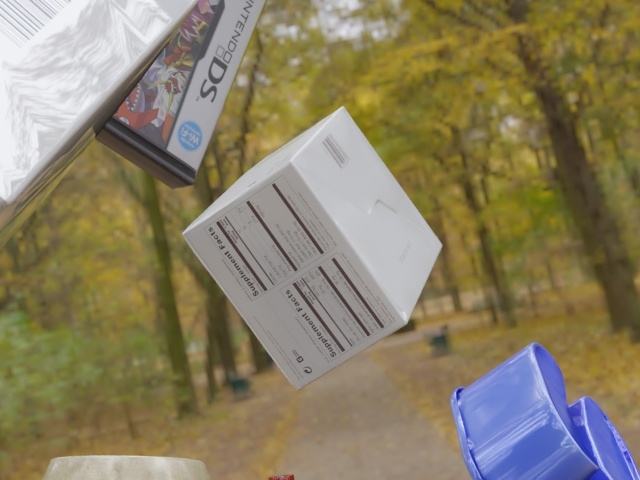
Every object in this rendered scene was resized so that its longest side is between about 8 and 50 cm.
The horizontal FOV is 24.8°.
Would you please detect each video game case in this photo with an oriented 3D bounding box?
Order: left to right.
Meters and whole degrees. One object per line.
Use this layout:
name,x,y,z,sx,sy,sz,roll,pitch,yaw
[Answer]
video game case,-0.169,-0.215,1.181,0.275,0.248,0.035,34,-24,-33

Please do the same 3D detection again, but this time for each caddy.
caddy,0.278,0.292,1.854,0.179,0.241,0.341,-39,19,14

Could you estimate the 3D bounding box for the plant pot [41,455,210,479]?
plant pot,-0.158,0.314,1.171,0.257,0.274,0.256,1,-13,0

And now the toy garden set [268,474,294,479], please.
toy garden set,0.031,0.345,1.562,0.049,0.203,0.244,-11,-8,36

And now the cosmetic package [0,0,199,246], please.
cosmetic package,-0.206,-0.060,0.769,0.225,0.138,0.224,-42,11,40

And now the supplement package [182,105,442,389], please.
supplement package,0.000,0.000,1.562,0.145,0.204,0.262,-34,7,19
